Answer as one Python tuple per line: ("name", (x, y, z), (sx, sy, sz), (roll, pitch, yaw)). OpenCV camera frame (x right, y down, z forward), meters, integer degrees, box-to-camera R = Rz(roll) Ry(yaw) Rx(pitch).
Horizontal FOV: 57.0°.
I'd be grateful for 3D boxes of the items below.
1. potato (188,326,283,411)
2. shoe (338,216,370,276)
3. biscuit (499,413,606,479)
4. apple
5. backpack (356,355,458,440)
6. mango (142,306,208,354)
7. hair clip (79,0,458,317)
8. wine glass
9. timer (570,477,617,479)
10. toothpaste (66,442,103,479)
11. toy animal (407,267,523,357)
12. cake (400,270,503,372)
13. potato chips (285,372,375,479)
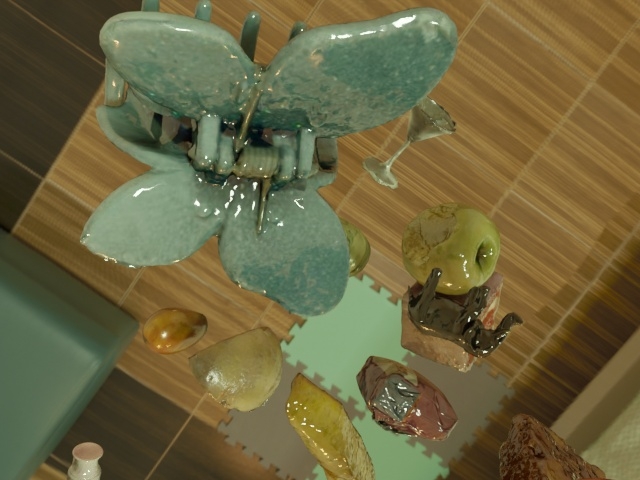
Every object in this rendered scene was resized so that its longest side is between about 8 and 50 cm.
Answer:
("potato", (-0.219, 0.378, 1.717), (0.189, 0.264, 0.211), (-30, 73, 10))
("shoe", (-0.002, -0.001, 1.310), (0.262, 0.128, 0.140), (38, 99, -18))
("biscuit", (0.719, 0.753, 1.764), (0.395, 0.342, 0.166), (38, 117, -9))
("apple", (0.371, 0.021, 1.670), (0.279, 0.279, 0.279), (0, 101, 0))
("backpack", (0.278, 0.516, 1.874), (0.317, 0.283, 0.197), (34, 93, -10))
("mango", (-0.438, 0.274, 1.781), (0.151, 0.221, 0.120), (-49, 62, 12))
("hair clip", (-0.091, -0.134, 0.668), (0.319, 0.238, 0.392), (4, 130, -21))
("wine glass", (0.224, -0.253, 1.534), (0.156, 0.156, 0.232), (38, 122, -7))
("timer", (0.309, 0.443, 0.592), (0.279, 0.378, 0.377), (-14, 101, -8))
("toothpaste", (-0.516, 0.582, 1.249), (0.100, 0.066, 0.323), (28, 110, 38))
("toy animal", (0.302, 0.159, 1.263), (0.245, 0.114, 0.146), (17, 77, 29))
("cake", (0.404, 0.216, 1.804), (0.230, 0.309, 0.237), (21, 127, 29))
("potato chips", (0.031, 0.294, 0.739), (0.080, 0.057, 0.407), (14, 143, 25))
